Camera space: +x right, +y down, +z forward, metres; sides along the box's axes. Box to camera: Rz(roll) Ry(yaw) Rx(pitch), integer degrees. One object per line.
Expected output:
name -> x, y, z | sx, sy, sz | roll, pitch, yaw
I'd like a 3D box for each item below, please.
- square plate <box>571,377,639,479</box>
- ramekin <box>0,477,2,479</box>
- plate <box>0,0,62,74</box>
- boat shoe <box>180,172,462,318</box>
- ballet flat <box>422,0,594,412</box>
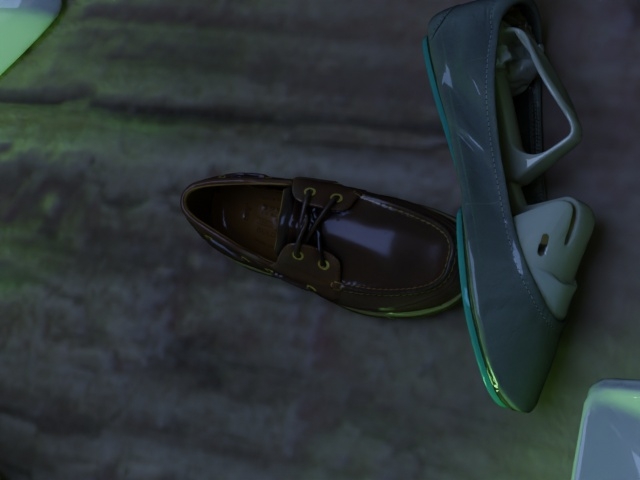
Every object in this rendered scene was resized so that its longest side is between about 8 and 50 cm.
square plate -> 0.224, 0.239, 0.628 | 0.344, 0.049, 0.347 | 2, 79, 46
ramekin -> -0.293, 0.228, 0.962 | 0.277, 0.135, 0.277 | -10, 72, 32
plate -> -0.326, -0.176, 1.145 | 0.278, 0.045, 0.277 | -40, 60, 21
boat shoe -> 0.000, 0.000, 0.865 | 0.178, 0.060, 0.064 | 13, 86, 37
ballet flat -> 0.098, -0.025, 0.800 | 0.068, 0.072, 0.213 | -18, 68, 25
